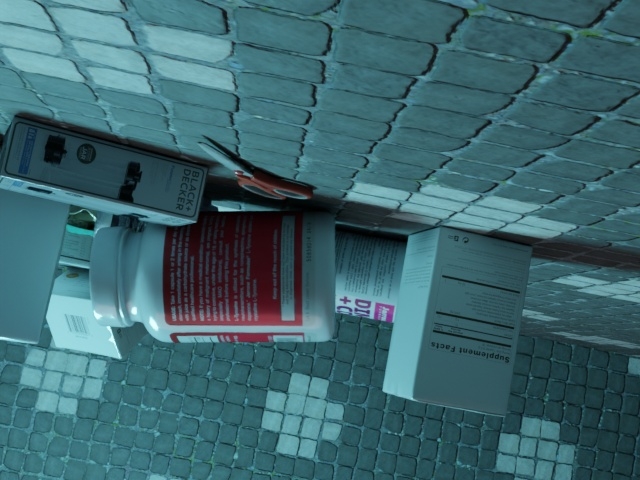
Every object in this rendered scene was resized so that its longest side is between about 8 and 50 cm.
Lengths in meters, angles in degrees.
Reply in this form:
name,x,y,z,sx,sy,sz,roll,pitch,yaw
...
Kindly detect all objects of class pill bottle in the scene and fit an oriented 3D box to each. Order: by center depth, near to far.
name,x,y,z,sx,sy,sz,roll,pitch,yaw
pill bottle,-0.177,0.062,1.581,0.407,0.229,0.229,0,173,0
pill bottle,0.101,0.071,1.769,0.282,0.161,0.160,9,173,6

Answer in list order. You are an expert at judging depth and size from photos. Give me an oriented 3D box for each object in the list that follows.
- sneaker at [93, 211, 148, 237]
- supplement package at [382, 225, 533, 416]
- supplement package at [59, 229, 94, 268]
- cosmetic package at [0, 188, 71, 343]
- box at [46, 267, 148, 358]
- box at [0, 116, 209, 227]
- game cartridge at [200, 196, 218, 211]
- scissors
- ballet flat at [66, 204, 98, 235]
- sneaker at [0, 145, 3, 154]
name,x,y,z,sx,sy,sz,roll,pitch,yaw
sneaker,-0.372,-0.037,1.873,0.153,0.101,0.268,10,179,-4
supplement package,0.235,0.141,1.591,0.175,0.293,0.177,12,173,-12
supplement package,-0.678,-0.022,2.224,0.204,0.145,0.261,15,171,-34
cosmetic package,-0.686,0.014,1.800,0.329,0.328,0.393,13,171,-16
box,-0.506,0.125,2.328,0.214,0.168,0.345,6,-149,28
box,-0.333,-0.096,1.382,0.289,0.087,0.169,13,172,-23
game cartridge,-0.355,-0.085,1.650,0.196,0.060,0.294,9,174,44
scissors,-0.118,-0.098,1.319,0.109,0.021,0.297,8,174,34
ballet flat,-0.488,-0.046,2.048,0.247,0.083,0.087,5,157,24
sneaker,-0.528,-0.133,1.493,0.094,0.080,0.212,1,-177,-18
